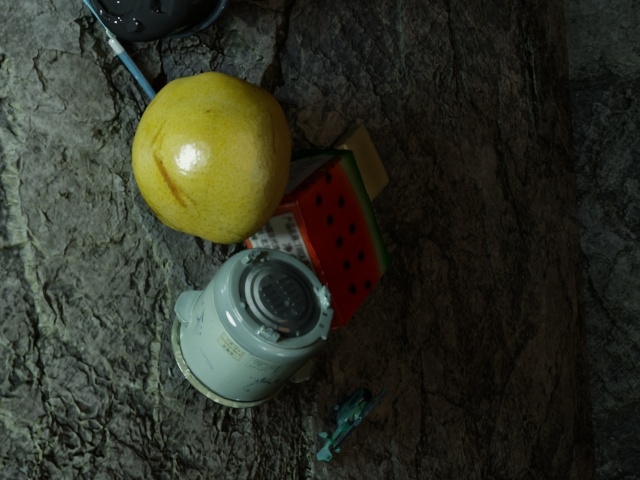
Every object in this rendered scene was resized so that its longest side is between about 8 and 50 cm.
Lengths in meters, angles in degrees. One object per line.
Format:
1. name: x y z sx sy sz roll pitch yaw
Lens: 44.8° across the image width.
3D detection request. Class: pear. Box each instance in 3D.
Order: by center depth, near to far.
1. pear: -0.201 -0.154 1.452 0.314 0.314 0.314 6 82 -49

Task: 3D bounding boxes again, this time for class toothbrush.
1. toothbrush: -0.326 -0.283 1.530 0.275 0.019 0.025 57 43 -30

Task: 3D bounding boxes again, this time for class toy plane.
1. toy plane: 0.066 0.434 1.869 0.235 0.096 0.060 -47 120 -20

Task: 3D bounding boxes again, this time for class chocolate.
1. chocolate: 0.000 0.000 1.754 0.341 0.162 0.360 -47 121 -52

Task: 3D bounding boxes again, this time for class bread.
1. bread: 0.101 -0.195 1.992 0.139 0.060 0.178 -47 121 -42

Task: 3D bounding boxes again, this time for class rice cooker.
1. rice cooker: -0.297 -0.489 1.409 0.224 0.267 0.267 -36 113 -47
2. rice cooker: -0.134 0.173 1.513 0.316 0.317 0.264 52 35 -33

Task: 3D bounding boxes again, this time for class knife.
1. knife: -0.410 -0.420 1.451 0.096 0.010 0.027 53 49 -32

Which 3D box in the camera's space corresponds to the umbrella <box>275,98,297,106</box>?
1. umbrella: -0.164 -0.311 1.721 0.269 0.044 0.044 -1 113 -41
